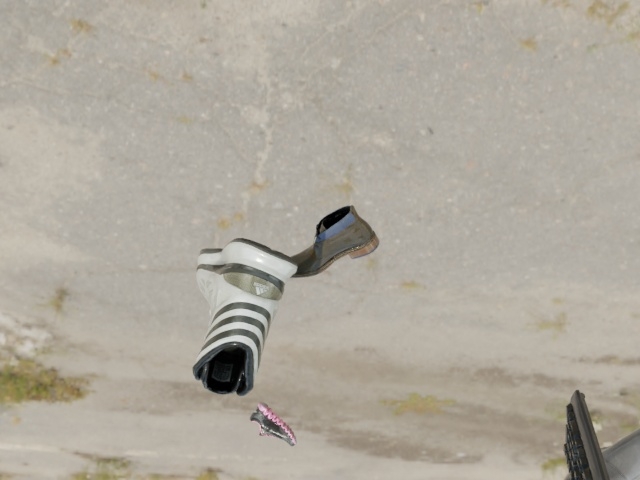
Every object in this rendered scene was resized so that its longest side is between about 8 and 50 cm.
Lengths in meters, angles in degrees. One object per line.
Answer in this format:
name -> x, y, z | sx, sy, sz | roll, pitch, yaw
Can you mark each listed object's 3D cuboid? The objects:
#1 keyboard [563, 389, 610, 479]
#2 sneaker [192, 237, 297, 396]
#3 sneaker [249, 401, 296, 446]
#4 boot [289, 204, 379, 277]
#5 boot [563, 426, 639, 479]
keyboard -> 0.255, 0.301, 0.694 | 0.033, 0.317, 0.202 | -8, 114, 12
sneaker -> -0.189, 0.156, 1.477 | 0.169, 0.258, 0.447 | 23, 165, -11
sneaker -> -0.103, 0.405, 1.669 | 0.119, 0.057, 0.047 | 44, 176, 3
boot -> 0.000, 0.000, 1.583 | 0.219, 0.082, 0.106 | -21, 126, 14
boot -> 0.383, 0.343, 1.029 | 0.222, 0.118, 0.338 | -23, 155, -25
